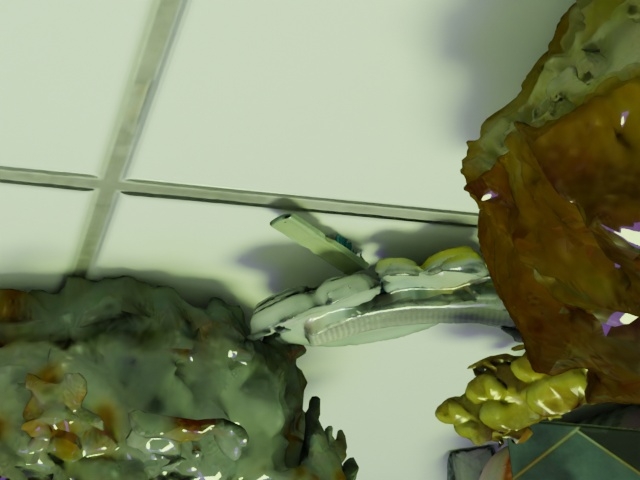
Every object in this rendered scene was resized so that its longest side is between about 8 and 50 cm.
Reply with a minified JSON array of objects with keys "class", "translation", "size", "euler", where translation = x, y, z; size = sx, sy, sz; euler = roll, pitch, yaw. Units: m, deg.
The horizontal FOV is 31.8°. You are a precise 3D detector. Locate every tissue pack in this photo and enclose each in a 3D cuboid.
[{"class":"tissue pack","translation":[0.150,0.267,1.037],"size":[0.051,0.112,0.156],"euler":[-10,152,6]}]

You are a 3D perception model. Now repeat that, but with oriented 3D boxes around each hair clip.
[{"class":"hair clip","translation":[0.045,0.043,0.658],"size":[0.172,0.049,0.116],"euler":[-9,157,0]}]

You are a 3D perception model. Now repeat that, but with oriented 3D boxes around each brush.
[{"class":"brush","translation":[0.000,0.000,0.618],"size":[0.016,0.013,0.083],"euler":[-18,152,27]}]

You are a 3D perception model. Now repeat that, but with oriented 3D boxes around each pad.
[{"class":"pad","translation":[0.219,0.239,0.791],"size":[0.163,0.243,0.004],"euler":[0,-160,29]}]

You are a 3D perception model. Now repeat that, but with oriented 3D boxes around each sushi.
[{"class":"sushi","translation":[-0.165,0.168,0.738],"size":[0.417,0.176,0.417],"euler":[0,146,0]}]

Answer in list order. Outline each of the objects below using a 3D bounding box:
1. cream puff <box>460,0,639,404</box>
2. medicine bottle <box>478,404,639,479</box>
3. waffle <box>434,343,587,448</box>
[{"class":"cream puff","translation":[0.170,-0.024,0.427],"size":[0.241,0.155,0.269],"euler":[13,152,20]},{"class":"medicine bottle","translation":[0.328,0.209,0.853],"size":[0.388,0.219,0.219],"euler":[-26,146,34]},{"class":"waffle","translation":[0.189,0.069,0.684],"size":[0.228,0.051,0.231],"euler":[-32,163,31]}]
